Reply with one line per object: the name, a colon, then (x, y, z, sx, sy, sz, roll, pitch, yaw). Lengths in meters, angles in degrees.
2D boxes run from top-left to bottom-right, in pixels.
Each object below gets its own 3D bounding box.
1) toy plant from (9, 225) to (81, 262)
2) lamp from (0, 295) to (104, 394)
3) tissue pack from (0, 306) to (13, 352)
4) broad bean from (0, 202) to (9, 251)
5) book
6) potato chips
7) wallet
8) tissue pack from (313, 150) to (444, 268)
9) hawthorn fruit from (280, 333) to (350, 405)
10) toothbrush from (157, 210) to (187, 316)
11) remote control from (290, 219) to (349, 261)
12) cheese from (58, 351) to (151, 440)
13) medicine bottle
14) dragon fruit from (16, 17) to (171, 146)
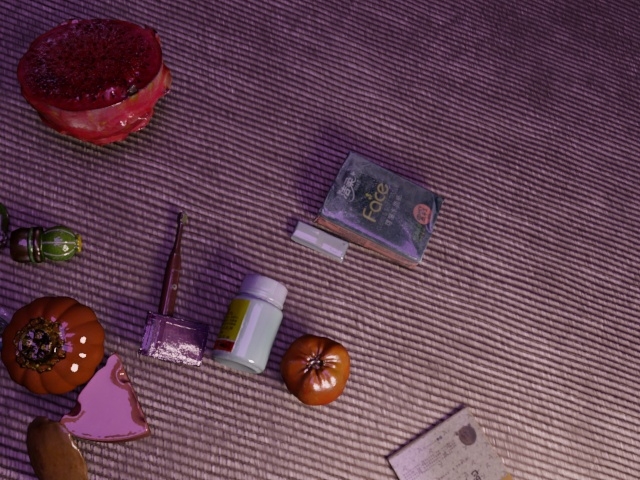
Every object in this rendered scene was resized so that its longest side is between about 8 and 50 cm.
toy plant: (-0.685, 0.010, 1.586, 0.163, 0.093, 0.092, -3, 71, -16)
lamp: (-0.596, 0.233, 1.413, 0.224, 0.196, 0.223, 0, 81, 1)
tissue pack: (-0.746, 0.217, 1.498, 0.111, 0.085, 0.079, 39, 66, 5)
broad bean: (-0.909, -0.080, 1.591, 0.292, 0.049, 0.144, 24, 68, -3)
book: (0.376, 0.658, 1.608, 0.269, 0.032, 0.388, -28, 77, -19)
potato chips: (-0.591, 0.484, 1.399, 0.150, 0.049, 0.201, 1, 105, 15)
wallet: (-0.361, 0.246, 1.572, 0.166, 0.030, 0.111, 18, 66, -28)
tissue pack: (0.168, -0.084, 1.796, 0.316, 0.103, 0.227, 26, 65, -3)
hawthorn fruit: (-0.009, 0.323, 1.572, 0.189, 0.189, 0.189, 4, 69, -11)
toothbrush: (-0.386, 0.093, 1.646, 0.041, 0.041, 0.363, 9, 69, -9)
remote control: (0.000, 0.000, 1.769, 0.162, 0.029, 0.061, 23, 69, -4)
cheese: (-0.513, 0.392, 1.461, 0.177, 0.128, 0.202, -23, 78, -19)
medicine bottle: (-0.174, 0.211, 1.594, 0.139, 0.139, 0.225, 21, 68, -4)
dragon fruit: (-0.583, -0.403, 1.682, 0.386, 0.249, 0.371, -37, 66, -25)
